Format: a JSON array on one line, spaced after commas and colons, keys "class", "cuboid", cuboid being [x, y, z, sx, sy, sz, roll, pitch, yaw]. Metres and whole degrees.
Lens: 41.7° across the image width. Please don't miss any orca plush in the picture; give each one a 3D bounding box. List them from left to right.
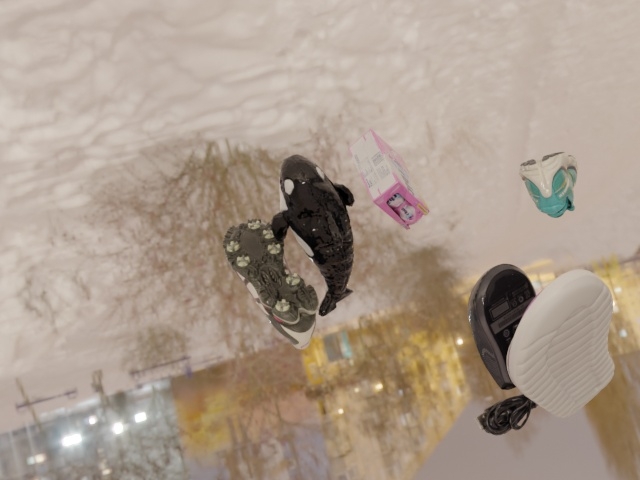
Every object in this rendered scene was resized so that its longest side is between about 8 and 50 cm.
[{"class": "orca plush", "cuboid": [0.000, 0.000, 1.423, 0.151, 0.287, 0.102, -8, -160, -14]}]

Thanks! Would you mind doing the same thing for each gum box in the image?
[{"class": "gum box", "cuboid": [0.130, -0.114, 1.593, 0.062, 0.188, 0.107, -39, 129, 17]}]

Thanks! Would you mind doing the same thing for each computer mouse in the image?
[{"class": "computer mouse", "cuboid": [0.301, 0.165, 1.376, 0.188, 0.272, 0.072, -23, -164, -23]}]

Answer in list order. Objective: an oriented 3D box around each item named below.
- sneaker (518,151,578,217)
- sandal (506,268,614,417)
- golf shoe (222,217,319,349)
[{"class": "sneaker", "cuboid": [0.420, -0.094, 1.540, 0.107, 0.110, 0.275, -14, 178, 23]}, {"class": "sandal", "cuboid": [0.328, 0.151, 1.206, 0.169, 0.102, 0.416, -40, 145, -5]}, {"class": "golf shoe", "cuboid": [-0.092, 0.073, 1.451, 0.105, 0.273, 0.120, -20, 137, -14]}]
